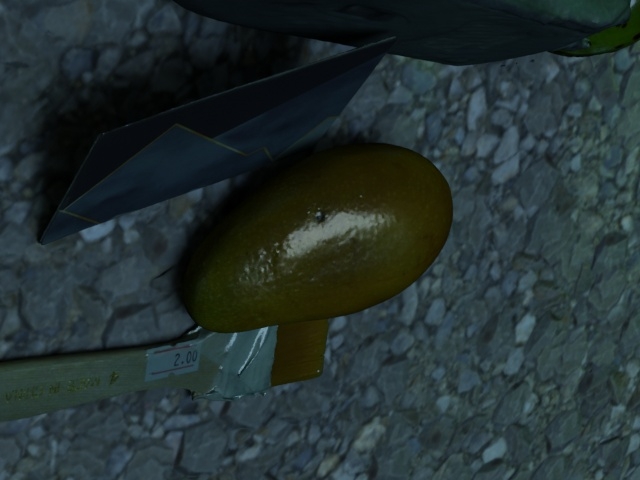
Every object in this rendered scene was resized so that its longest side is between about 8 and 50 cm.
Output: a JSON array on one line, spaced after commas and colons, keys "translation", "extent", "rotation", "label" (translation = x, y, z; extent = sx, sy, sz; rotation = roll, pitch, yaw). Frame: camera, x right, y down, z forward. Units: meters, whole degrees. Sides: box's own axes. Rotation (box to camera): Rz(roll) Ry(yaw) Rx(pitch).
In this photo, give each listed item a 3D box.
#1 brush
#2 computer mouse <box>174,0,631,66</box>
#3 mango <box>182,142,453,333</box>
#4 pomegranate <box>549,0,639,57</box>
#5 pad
[{"translation": [-0.126, 0.096, 1.340], "extent": [0.337, 0.020, 0.085], "rotation": [-8, 118, -38], "label": "brush"}, {"translation": [0.056, -0.199, 1.224], "extent": [0.371, 0.188, 0.121], "rotation": [11, 80, -37], "label": "computer mouse"}, {"translation": [0.000, 0.000, 1.349], "extent": [0.227, 0.099, 0.136], "rotation": [-23, 129, -20], "label": "mango"}, {"translation": [0.205, -0.199, 1.395], "extent": [0.169, 0.122, 0.143], "rotation": [-40, 162, -21], "label": "pomegranate"}, {"translation": [-0.071, -0.069, 1.238], "extent": [0.243, 0.004, 0.163], "rotation": [-22, 165, -31], "label": "pad"}]
